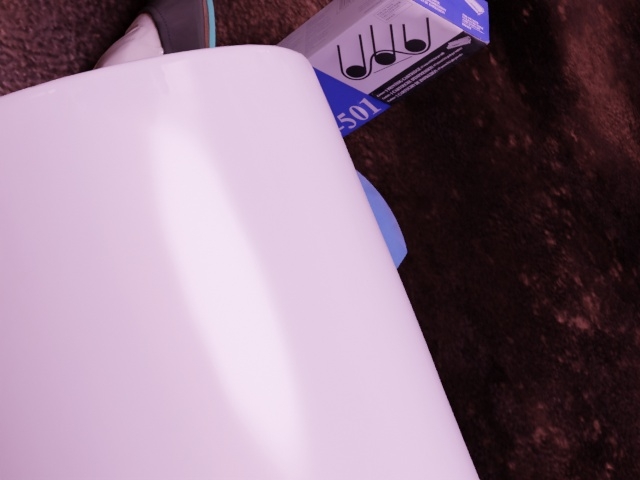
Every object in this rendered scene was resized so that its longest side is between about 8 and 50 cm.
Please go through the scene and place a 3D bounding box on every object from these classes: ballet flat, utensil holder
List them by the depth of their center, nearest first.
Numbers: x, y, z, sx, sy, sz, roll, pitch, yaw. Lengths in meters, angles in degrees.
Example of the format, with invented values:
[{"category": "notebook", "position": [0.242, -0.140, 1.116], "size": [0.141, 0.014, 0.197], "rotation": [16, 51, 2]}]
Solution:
[{"category": "utensil holder", "position": [-0.078, 0.133, 0.582], "size": [0.328, 0.328, 0.385], "rotation": [-17, 87, -45]}, {"category": "ballet flat", "position": [-0.122, -0.091, 0.841], "size": [0.096, 0.095, 0.280], "rotation": [2, 69, -28]}]

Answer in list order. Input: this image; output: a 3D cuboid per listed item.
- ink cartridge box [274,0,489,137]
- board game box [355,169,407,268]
[{"category": "ink cartridge box", "position": [0.032, -0.151, 0.919], "size": [0.097, 0.207, 0.046], "rotation": [22, 57, -33]}, {"category": "board game box", "position": [0.000, 0.000, 0.946], "size": [0.133, 0.033, 0.168], "rotation": [46, 42, -8]}]
